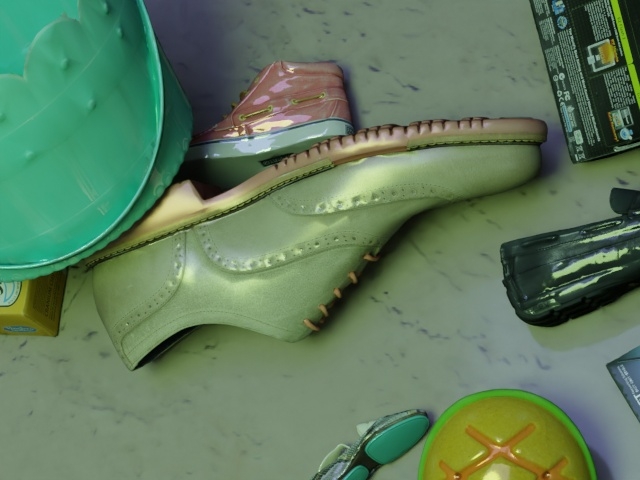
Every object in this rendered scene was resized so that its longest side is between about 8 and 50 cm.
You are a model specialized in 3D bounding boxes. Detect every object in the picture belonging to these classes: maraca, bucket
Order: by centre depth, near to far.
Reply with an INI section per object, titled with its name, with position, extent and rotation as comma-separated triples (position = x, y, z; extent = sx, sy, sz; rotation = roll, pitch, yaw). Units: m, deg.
[maraca]
position = 0.133, 0.197, 0.932
extent = 0.127, 0.099, 0.186
rotation = -3, 93, 14
[bucket]
position = -0.245, -0.112, 1.037
extent = 0.281, 0.183, 0.281
rotation = -18, 42, 17

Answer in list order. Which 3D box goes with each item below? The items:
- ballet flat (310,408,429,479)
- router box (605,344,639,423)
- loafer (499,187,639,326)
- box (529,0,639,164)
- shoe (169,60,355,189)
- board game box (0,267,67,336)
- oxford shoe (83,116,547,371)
[ballet flat]
position = 0.032, 0.163, 1.017
extent = 0.114, 0.041, 0.041
rotation = -43, 61, 0
[router box]
position = 0.273, 0.119, 0.936
extent = 0.092, 0.038, 0.122
rotation = -32, 62, 8
[loafer]
position = 0.238, -0.007, 0.978
extent = 0.223, 0.076, 0.078
rotation = -23, 71, 16
[box]
position = 0.244, -0.169, 0.977
extent = 0.184, 0.045, 0.191
rotation = -17, 86, 45
[shoe]
position = -0.059, -0.100, 1.144
extent = 0.177, 0.063, 0.081
rotation = -12, 64, 11
[board game box]
position = -0.381, -0.033, 1.232
extent = 0.316, 0.064, 0.242
rotation = -2, 69, 17
[oxford shoe]
position = 0.000, 0.000, 1.060
extent = 0.396, 0.140, 0.147
rotation = -16, 86, 18
